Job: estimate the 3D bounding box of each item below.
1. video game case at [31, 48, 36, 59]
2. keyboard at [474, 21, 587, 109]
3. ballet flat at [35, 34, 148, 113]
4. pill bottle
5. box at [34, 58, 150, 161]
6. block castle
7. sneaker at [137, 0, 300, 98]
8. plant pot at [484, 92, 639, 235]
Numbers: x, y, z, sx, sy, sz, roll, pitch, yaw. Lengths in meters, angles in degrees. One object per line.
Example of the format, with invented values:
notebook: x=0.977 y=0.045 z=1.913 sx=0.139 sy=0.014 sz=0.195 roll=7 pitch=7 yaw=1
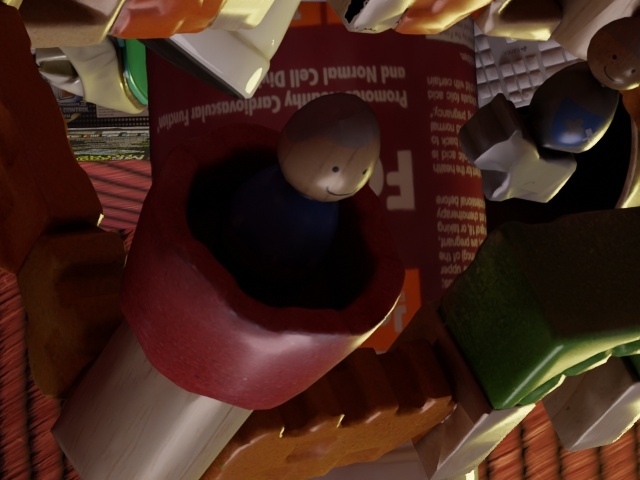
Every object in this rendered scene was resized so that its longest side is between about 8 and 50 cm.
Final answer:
video game case: x=-0.275 y=-0.149 z=1.530 sx=0.204 sy=0.025 sz=0.285 roll=-3 pitch=175 yaw=-7
keyboard: x=0.180 y=-0.137 z=1.269 sx=0.256 sy=0.072 sz=0.014 roll=-11 pitch=-165 yaw=43
ballet flat: x=-0.165 y=-0.145 z=1.315 sx=0.086 sy=0.086 sz=0.248 roll=-3 pitch=167 yaw=0
pill bottle: x=0.000 y=0.000 z=1.265 sx=0.224 sy=0.392 sz=0.224 roll=-4 pitch=176 yaw=0
box: x=-0.266 y=-0.103 z=1.580 sx=0.270 sy=0.060 sz=0.216 roll=-2 pitch=176 yaw=-10
block castle: x=0.075 y=-0.079 z=0.774 sx=0.453 sy=0.303 sz=0.213 roll=-5 pitch=147 yaw=-35
sneaker: x=-0.096 y=-0.183 z=0.923 sx=0.106 sy=0.123 sz=0.290 roll=31 pitch=177 yaw=34
plant pot: x=0.203 y=-0.109 z=1.431 sx=0.215 sy=0.215 sz=0.230 roll=-7 pitch=-172 yaw=42
